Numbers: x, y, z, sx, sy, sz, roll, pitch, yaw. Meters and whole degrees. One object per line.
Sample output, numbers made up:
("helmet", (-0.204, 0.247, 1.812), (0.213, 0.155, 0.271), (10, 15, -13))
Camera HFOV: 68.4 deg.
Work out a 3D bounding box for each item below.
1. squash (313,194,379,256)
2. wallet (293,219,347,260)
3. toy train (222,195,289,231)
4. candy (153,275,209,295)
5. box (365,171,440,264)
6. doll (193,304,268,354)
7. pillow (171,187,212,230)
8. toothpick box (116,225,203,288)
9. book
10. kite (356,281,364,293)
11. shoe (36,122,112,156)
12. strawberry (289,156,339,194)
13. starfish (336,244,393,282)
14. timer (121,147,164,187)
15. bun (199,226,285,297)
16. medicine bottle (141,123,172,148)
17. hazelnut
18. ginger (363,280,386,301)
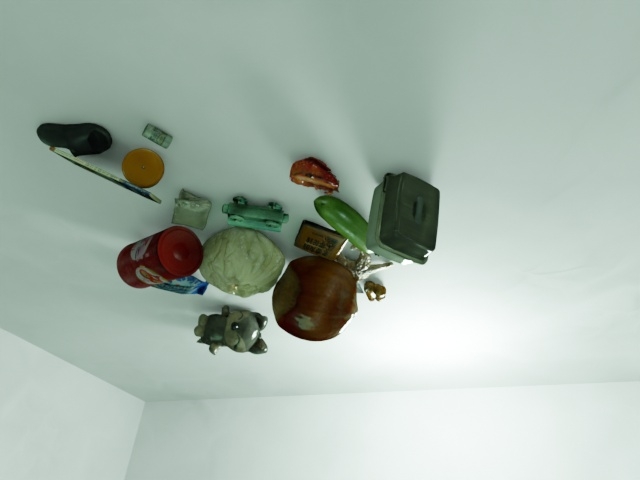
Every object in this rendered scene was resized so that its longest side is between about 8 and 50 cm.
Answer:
("squash", (0.119, -0.052, 1.768), (0.107, 0.107, 0.395), (-21, 137, 31))
("wallet", (-0.001, 0.003, 1.886), (0.195, 0.042, 0.161), (21, 141, -6))
("toy train", (-0.245, -0.089, 1.775), (0.248, 0.101, 0.159), (9, 160, -7))
("candy", (-0.698, 0.194, 2.224), (0.331, 0.077, 0.187), (17, 145, -21))
("box", (0.278, -0.072, 1.570), (0.220, 0.291, 0.166), (22, 153, -22))
("doll", (-0.455, 0.477, 2.530), (0.382, 0.252, 0.378), (8, 177, -1))
("pillow", (-0.489, -0.105, 1.776), (0.134, 0.078, 0.181), (16, 145, -15))
("toothpick box", (-0.649, 0.073, 1.893), (0.333, 0.204, 0.204), (-15, 141, 40))
("book", (-0.687, -0.206, 1.535), (0.322, 0.018, 0.228), (26, 174, -8))
("kite", (0.042, 0.208, 2.183), (0.309, 0.015, 0.169), (-6, 145, 28))
("shoe", (-0.793, -0.311, 1.506), (0.241, 0.093, 0.108), (4, 144, 3))
("strawberry", (-0.017, -0.220, 1.580), (0.188, 0.082, 0.121), (18, 163, -34))
("starfish", (0.150, 0.120, 2.048), (0.299, 0.060, 0.302), (13, 145, -16))
("timer", (-0.600, -0.227, 1.604), (0.132, 0.132, 0.152), (15, 167, -15))
("bun", (-0.330, 0.108, 1.935), (0.352, 0.227, 0.349), (13, 146, -10))
("medicine bottle", (-0.516, -0.330, 1.488), (0.083, 0.047, 0.047), (29, 138, -31))
("hazelnut", (-0.026, 0.241, 1.993), (0.365, 0.366, 0.366), (3, 145, 2))
("ginger", (0.261, 0.238, 2.195), (0.103, 0.073, 0.162), (8, 153, 19))
